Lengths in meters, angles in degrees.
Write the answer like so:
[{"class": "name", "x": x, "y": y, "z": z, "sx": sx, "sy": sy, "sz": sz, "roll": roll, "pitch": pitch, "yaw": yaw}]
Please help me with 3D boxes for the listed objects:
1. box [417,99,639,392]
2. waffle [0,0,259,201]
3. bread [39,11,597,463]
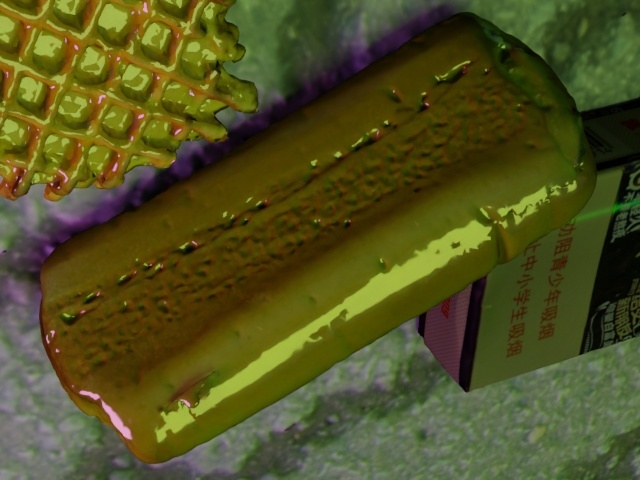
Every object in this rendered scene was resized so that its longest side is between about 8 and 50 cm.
[{"class": "box", "x": 0.240, "y": -0.009, "z": 0.930, "sx": 0.310, "sy": 0.084, "sz": 0.198, "roll": -14, "pitch": 130, "yaw": -21}, {"class": "waffle", "x": -0.139, "y": -0.115, "z": 0.634, "sx": 0.193, "sy": 0.070, "sz": 0.197, "roll": -34, "pitch": 132, "yaw": -3}, {"class": "bread", "x": 0.000, "y": 0.000, "z": 0.748, "sx": 0.383, "sy": 0.166, "sz": 0.112, "roll": -31, "pitch": 159, "yaw": -5}]
